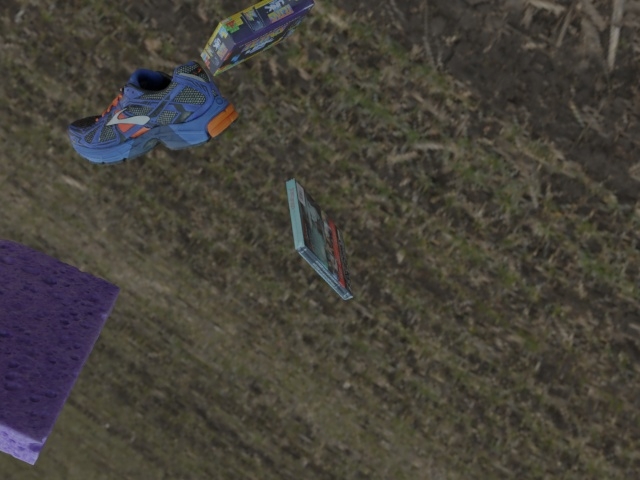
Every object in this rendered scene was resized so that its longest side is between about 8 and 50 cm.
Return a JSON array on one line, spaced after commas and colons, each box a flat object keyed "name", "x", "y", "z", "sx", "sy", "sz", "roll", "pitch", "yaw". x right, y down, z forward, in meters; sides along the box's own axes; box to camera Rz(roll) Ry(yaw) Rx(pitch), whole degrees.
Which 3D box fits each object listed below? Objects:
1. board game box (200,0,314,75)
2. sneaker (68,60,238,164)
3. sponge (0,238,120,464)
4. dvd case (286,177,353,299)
[{"name": "board game box", "x": -0.108, "y": -0.357, "z": 1.531, "sx": 0.048, "sy": 0.170, "sz": 0.141, "roll": 58, "pitch": 156, "yaw": -2}, {"name": "sneaker", "x": -0.189, "y": -0.143, "z": 0.974, "sx": 0.221, "sy": 0.083, "sz": 0.087, "roll": -8, "pitch": 114, "yaw": 30}, {"name": "sponge", "x": -0.247, "y": 0.080, "z": 0.734, "sx": 0.117, "sy": 0.210, "sz": 0.031, "roll": 25, "pitch": 119, "yaw": -9}, {"name": "dvd case", "x": 0.000, "y": 0.000, "z": 0.947, "sx": 0.013, "sy": 0.087, "sz": 0.119, "roll": -20, "pitch": 144, "yaw": 16}]
